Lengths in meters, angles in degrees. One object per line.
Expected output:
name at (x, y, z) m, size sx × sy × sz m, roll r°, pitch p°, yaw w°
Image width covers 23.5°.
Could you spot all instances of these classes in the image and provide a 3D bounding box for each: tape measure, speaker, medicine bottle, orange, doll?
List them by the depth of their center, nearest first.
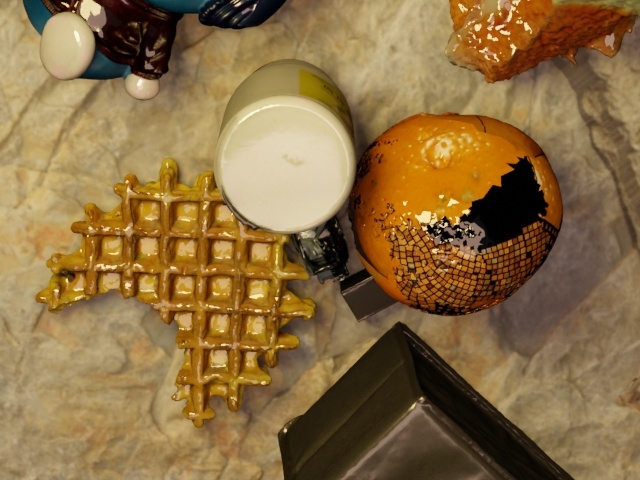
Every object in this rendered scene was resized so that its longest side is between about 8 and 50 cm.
doll at (-0.159, -0.316, 1.558) m, size 0.310 × 0.240 × 0.284 m, roll -45°, pitch 75°, yaw 28°
medicine bottle at (-0.036, -0.107, 1.605) m, size 0.143 × 0.258 × 0.143 m, roll 0°, pitch 107°, yaw -1°
orange at (0.142, -0.034, 1.642) m, size 0.235 × 0.234 × 0.182 m, roll -18°, pitch 133°, yaw 5°
tape measure at (0.000, -0.002, 1.726) m, size 0.054 × 0.091 × 0.094 m, roll -22°, pitch 74°, yaw 10°
speaker at (0.116, 0.027, 1.761) m, size 0.191 × 0.040 × 0.046 m, roll -28°, pitch 106°, yaw 8°

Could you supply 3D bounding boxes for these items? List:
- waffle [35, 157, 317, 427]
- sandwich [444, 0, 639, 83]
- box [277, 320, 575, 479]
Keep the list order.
waffle at (-0.151, 0.048, 1.757) m, size 0.293 × 0.069 × 0.260 m, roll 42°, pitch 101°, yaw -9°
sandwich at (0.251, -0.281, 1.599) m, size 0.250 × 0.162 × 0.301 m, roll 42°, pitch 105°, yaw -17°
box at (0.147, 0.303, 1.734) m, size 0.345 × 0.251 × 0.204 m, roll 42°, pitch 99°, yaw -12°
